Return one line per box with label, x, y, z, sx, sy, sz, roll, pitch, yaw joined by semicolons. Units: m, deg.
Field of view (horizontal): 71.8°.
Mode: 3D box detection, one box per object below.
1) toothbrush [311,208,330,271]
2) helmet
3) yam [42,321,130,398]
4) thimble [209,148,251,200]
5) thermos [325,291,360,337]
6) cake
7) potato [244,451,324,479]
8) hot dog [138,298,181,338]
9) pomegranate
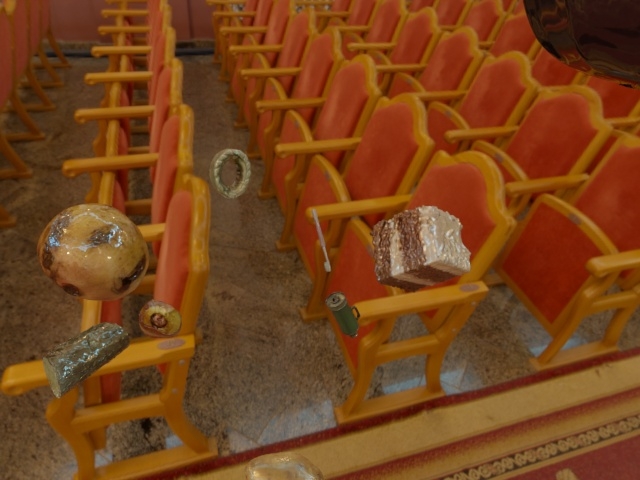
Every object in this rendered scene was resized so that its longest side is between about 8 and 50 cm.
toothbrush;0.002;0.000;1.311;0.017;0.014;0.194;-6;75;-27
helmet;0.312;-0.270;0.427;0.177;0.225;0.305;27;33;33
yam;-0.534;0.260;0.998;0.107;0.107;0.183;24;33;21
thimble;-0.196;-0.144;0.961;0.084;0.110;0.062;-3;14;-23
thermos;0.087;0.269;1.569;0.073;0.188;0.083;-4;38;31
cake;0.195;0.016;0.867;0.134;0.147;0.135;14;62;-35
potato;-0.100;0.694;1.263;0.234;0.128;0.161;10;33;-30
hot dog;-0.467;0.238;1.281;0.123;0.261;0.093;22;69;-10
pomegranate;-0.685;0.040;1.353;0.322;0.322;0.322;4;38;-3
